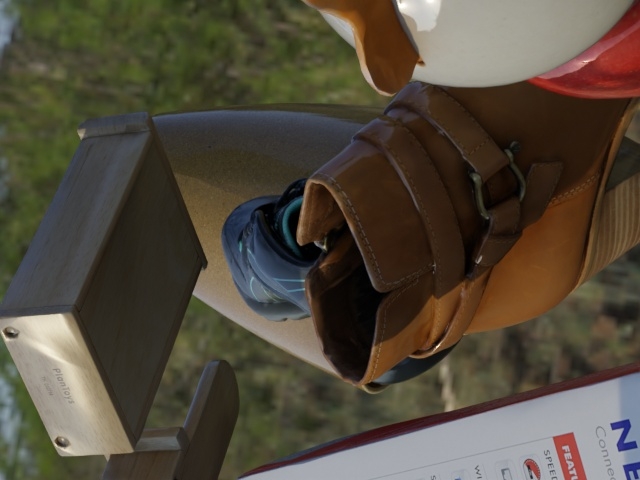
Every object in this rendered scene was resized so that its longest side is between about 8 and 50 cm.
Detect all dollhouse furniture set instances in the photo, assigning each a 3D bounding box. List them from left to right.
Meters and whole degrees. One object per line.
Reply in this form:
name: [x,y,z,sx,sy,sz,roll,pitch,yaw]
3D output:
dollhouse furniture set: [-0.260,0.051,1.045,0.173,0.356,0.303,-73,-29,-49]

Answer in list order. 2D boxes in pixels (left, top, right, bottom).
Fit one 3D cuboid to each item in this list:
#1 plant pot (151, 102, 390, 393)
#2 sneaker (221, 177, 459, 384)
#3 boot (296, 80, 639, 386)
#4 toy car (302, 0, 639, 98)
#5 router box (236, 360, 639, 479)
plant pot: [-0.038,-0.019,1.476,0.237,0.254,0.237,15,-90,-72]
sneaker: [0.000,0.000,1.121,0.101,0.106,0.267,-41,27,-13]
boot: [0.074,-0.077,0.896,0.109,0.220,0.283,32,137,44]
toy car: [0.058,-0.132,0.531,0.238,0.219,0.210,-27,-63,-54]
router box: [0.112,0.227,0.708,0.301,0.082,0.335,-24,81,56]
